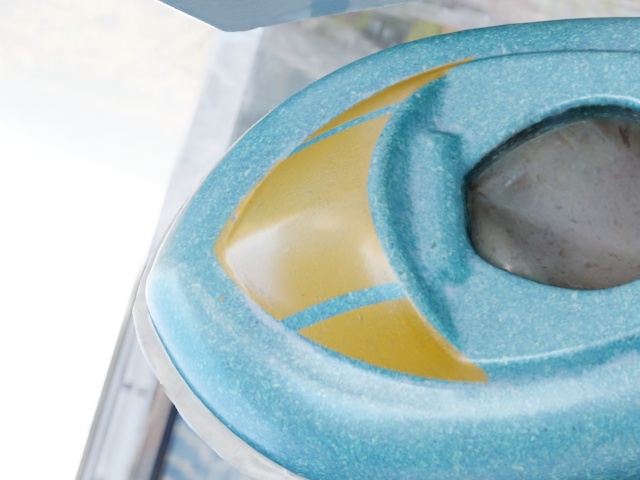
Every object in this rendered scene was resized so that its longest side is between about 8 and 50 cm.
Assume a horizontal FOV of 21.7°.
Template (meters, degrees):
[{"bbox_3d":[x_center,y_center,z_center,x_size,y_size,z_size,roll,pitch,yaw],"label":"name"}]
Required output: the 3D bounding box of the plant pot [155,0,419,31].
[{"bbox_3d":[-0.041,-0.259,0.839,0.247,0.248,0.252,-3,174,37],"label":"plant pot"}]

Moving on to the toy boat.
[{"bbox_3d":[0.052,-0.054,0.592,0.267,0.318,0.148,-12,152,11],"label":"toy boat"}]
